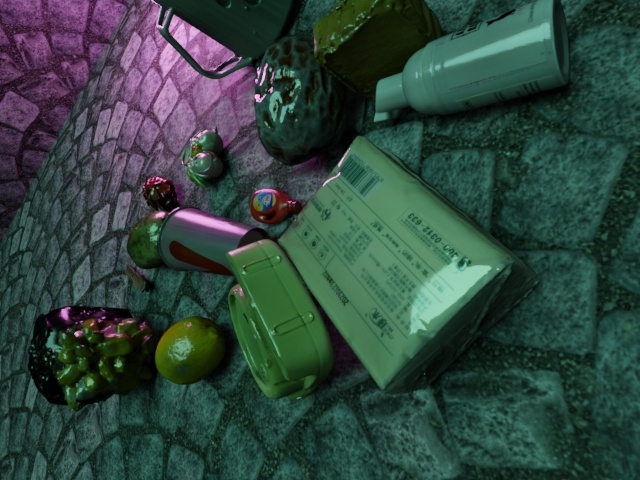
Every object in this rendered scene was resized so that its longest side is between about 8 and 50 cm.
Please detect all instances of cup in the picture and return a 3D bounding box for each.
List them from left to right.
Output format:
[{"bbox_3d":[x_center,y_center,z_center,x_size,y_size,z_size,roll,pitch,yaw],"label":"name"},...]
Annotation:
[{"bbox_3d":[-0.309,-0.725,1.246,0.310,0.392,0.400,0,83,47],"label":"cup"},{"bbox_3d":[-0.281,0.015,1.141,0.289,0.203,0.202,8,83,36],"label":"cup"}]

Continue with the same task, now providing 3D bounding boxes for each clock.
[{"bbox_3d":[-0.376,-0.271,1.352,0.144,0.103,0.230,-29,58,41],"label":"clock"},{"bbox_3d":[-0.098,0.193,0.864,0.286,0.117,0.348,57,153,29],"label":"clock"}]

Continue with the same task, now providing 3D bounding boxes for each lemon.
[{"bbox_3d":[-0.347,0.295,1.121,0.207,0.170,0.170,-42,54,15],"label":"lemon"}]

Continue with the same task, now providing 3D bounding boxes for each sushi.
[{"bbox_3d":[-0.684,0.375,1.288,0.285,0.328,0.328,17,87,32],"label":"sushi"}]

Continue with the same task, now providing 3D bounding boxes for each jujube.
[{"bbox_3d":[-0.056,-0.331,1.004,0.246,0.215,0.307,-40,47,45],"label":"jujube"}]

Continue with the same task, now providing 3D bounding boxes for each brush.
[{"bbox_3d":[-0.681,0.139,1.544,0.248,0.036,0.043,18,85,49],"label":"brush"}]

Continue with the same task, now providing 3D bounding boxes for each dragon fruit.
[{"bbox_3d":[-0.571,-0.163,1.478,0.121,0.130,0.142,-42,93,16],"label":"dragon fruit"}]

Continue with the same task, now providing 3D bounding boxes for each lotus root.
[{"bbox_3d":[-0.561,0.011,1.404,0.309,0.173,0.173,-29,60,40],"label":"lotus root"}]

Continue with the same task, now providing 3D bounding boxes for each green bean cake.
[{"bbox_3d":[0.126,-0.428,0.883,0.224,0.230,0.131,-23,62,39],"label":"green bean cake"}]

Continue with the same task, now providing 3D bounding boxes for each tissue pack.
[{"bbox_3d":[0.130,0.037,0.750,0.297,0.207,0.380,-50,51,17],"label":"tissue pack"}]

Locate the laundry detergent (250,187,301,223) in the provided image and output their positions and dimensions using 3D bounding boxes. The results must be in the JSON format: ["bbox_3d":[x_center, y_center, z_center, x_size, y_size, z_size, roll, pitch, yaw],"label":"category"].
[{"bbox_3d":[-0.119,-0.089,1.111,0.165,0.049,0.097,11,92,41],"label":"laundry detergent"}]

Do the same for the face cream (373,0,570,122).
[{"bbox_3d":[0.251,-0.316,0.790,0.370,0.145,0.145,-4,75,39],"label":"face cream"}]
